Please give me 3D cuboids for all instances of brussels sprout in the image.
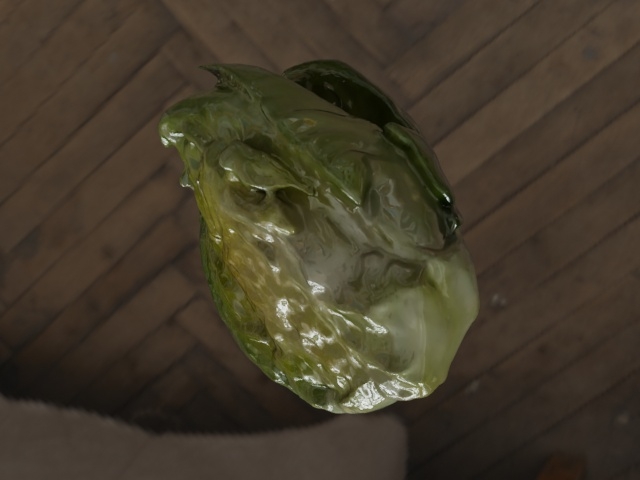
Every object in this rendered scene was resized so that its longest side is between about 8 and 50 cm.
[{"bbox_3d":[0.003,0.000,0.701,0.181,0.100,0.139,28,127,40],"label":"brussels sprout"}]
